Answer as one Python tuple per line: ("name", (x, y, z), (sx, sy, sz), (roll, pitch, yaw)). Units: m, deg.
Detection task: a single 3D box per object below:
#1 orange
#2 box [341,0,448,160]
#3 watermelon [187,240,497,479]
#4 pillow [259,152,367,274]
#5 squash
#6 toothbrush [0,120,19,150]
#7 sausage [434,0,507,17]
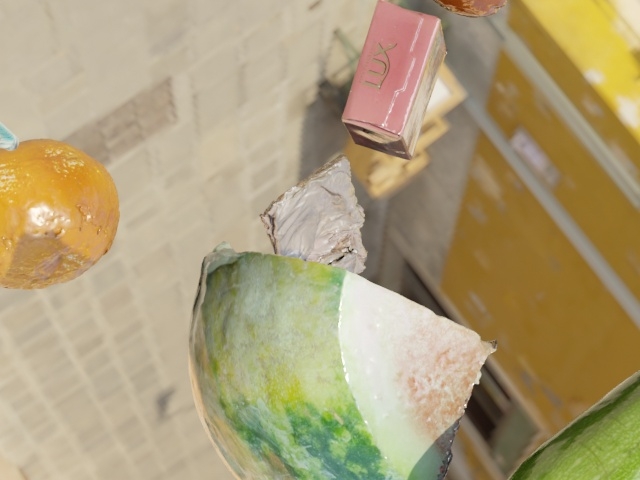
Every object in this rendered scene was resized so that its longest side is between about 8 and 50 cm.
("orange", (-0.327, -0.032, 1.761), (0.193, 0.161, 0.193), (-22, 162, -7))
("box", (0.064, -0.133, 1.322), (0.156, 0.060, 0.111), (42, 65, -80))
("watermelon", (-0.005, 0.101, 1.131), (0.180, 0.224, 0.305), (-15, -176, -20))
("pillow", (0.000, 0.000, 1.971), (0.135, 0.049, 0.248), (-31, 145, -13))
("squash", (0.233, 0.120, 0.955), (0.395, 0.107, 0.107), (-26, 162, -28))
("toothbrush", (-0.352, -0.154, 1.361), (0.026, 0.263, 0.022), (-2, 126, -57))
("sausage", (0.046, -0.307, 1.336), (0.102, 0.330, 0.102), (-46, -159, 23))
